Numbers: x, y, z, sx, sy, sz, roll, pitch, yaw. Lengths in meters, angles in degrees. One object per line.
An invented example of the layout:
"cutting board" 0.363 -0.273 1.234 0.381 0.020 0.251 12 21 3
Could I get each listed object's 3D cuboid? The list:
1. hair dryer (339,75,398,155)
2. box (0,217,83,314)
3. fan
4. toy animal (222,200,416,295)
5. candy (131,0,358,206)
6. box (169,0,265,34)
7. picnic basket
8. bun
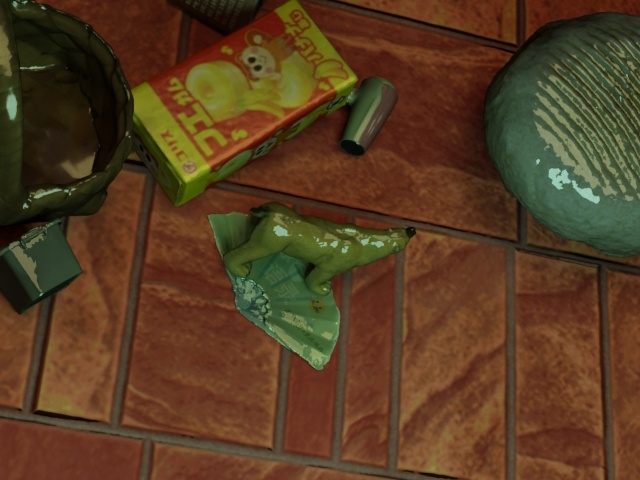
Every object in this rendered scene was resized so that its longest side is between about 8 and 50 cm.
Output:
"hair dryer" 0.015 -0.188 1.721 0.154 0.054 0.106 28 64 7
"box" -0.321 0.032 1.452 0.084 0.122 0.069 -31 90 -27
"fan" -0.053 0.052 1.597 0.131 0.009 0.240 -31 78 -31
"toy animal" 0.000 0.000 1.578 0.218 0.101 0.103 15 57 -14
"candy" -0.104 -0.175 1.620 0.276 0.088 0.146 -35 80 -21
"box" -0.037 -0.502 1.648 0.122 0.385 0.345 29 60 -4
"picnic basket" -0.366 -0.169 1.413 0.337 0.337 0.293 -7 68 -22
"bun" 0.377 -0.134 1.718 0.361 0.211 0.362 9 64 -18
